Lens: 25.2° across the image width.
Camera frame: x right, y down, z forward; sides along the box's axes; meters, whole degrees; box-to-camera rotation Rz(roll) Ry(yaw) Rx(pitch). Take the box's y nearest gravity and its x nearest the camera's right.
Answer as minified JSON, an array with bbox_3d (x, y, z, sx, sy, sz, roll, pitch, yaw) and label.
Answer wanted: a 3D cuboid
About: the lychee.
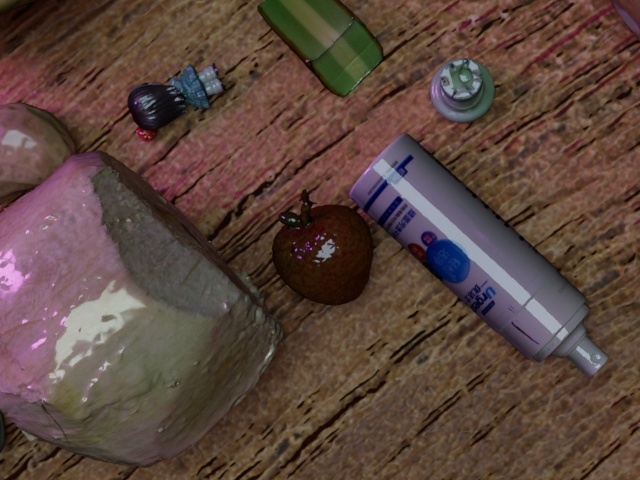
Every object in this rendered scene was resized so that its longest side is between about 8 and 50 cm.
[{"bbox_3d":[0.005,0.003,1.451,0.101,0.114,0.140,-19,113,-28],"label":"lychee"}]

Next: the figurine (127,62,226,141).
[{"bbox_3d":[-0.152,-0.148,1.511,0.106,0.047,0.060,-24,122,-2],"label":"figurine"}]

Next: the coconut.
[{"bbox_3d":[-0.213,0.078,1.390,0.297,0.297,0.254,42,91,6],"label":"coconut"}]

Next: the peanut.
[{"bbox_3d":[-0.371,-0.086,1.511,0.228,0.085,0.104,-7,106,7],"label":"peanut"}]

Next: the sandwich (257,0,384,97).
[{"bbox_3d":[-0.001,-0.220,1.514,0.074,0.074,0.116,-44,52,4],"label":"sandwich"}]

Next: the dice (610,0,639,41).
[{"bbox_3d":[0.387,-0.252,1.391,0.169,0.166,0.169,-40,84,3],"label":"dice"}]

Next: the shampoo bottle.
[{"bbox_3d":[0.167,0.024,1.445,0.303,0.092,0.092,44,93,6],"label":"shampoo bottle"}]

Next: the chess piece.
[{"bbox_3d":[0.142,-0.157,1.447,0.067,0.103,0.067,0,88,7],"label":"chess piece"}]

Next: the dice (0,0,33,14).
[{"bbox_3d":[-0.374,-0.329,1.424,0.238,0.227,0.233,-20,103,6],"label":"dice"}]

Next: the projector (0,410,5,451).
[{"bbox_3d":[-0.496,0.159,1.433,0.249,0.248,0.248,-26,85,5],"label":"projector"}]
